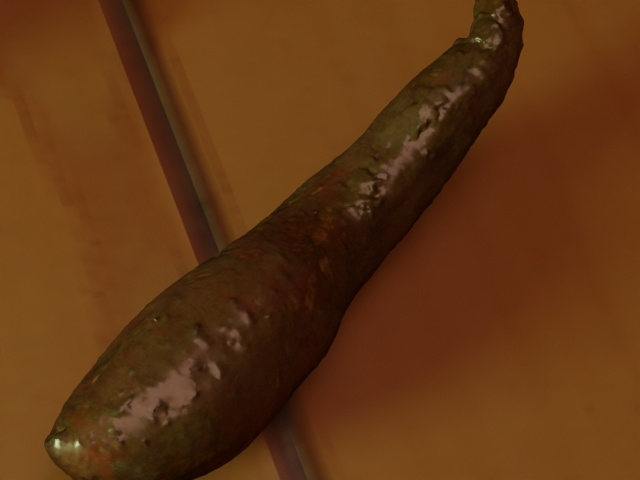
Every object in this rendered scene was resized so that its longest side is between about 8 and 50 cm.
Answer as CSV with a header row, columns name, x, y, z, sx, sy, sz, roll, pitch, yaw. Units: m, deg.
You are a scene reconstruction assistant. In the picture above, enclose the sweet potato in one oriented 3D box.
name,x,y,z,sx,sy,sz,roll,pitch,yaw
sweet potato,0.000,0.000,0.494,0.050,0.050,0.214,39,62,9
